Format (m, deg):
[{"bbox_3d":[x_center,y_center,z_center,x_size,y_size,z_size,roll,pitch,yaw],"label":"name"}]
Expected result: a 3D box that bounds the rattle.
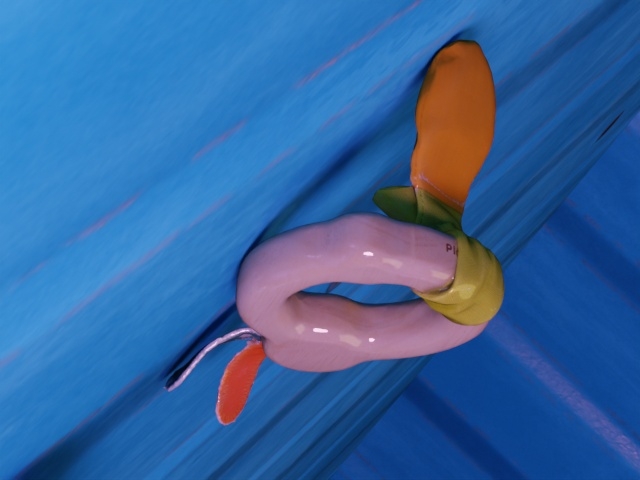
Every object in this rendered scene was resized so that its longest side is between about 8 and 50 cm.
[{"bbox_3d":[0.000,0.000,0.885,0.130,0.143,0.199,-2,163,-32],"label":"rattle"}]
